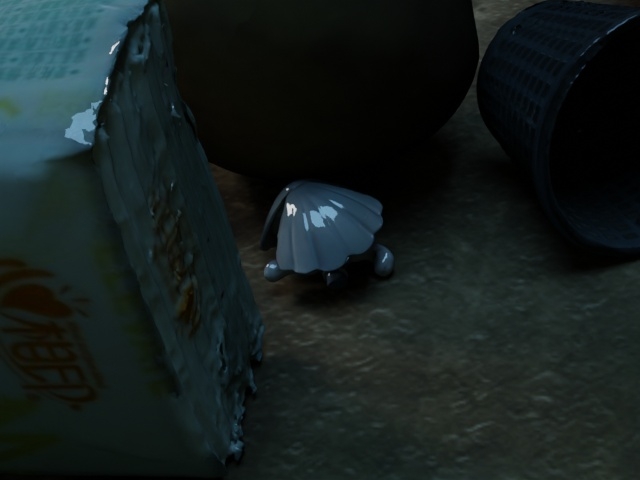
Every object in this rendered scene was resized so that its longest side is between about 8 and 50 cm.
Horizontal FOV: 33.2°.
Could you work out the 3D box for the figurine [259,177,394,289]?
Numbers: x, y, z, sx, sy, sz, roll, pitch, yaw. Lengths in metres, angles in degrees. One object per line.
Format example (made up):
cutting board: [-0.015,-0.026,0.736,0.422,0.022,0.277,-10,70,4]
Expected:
figurine: [0.000,0.000,0.762,0.094,0.082,0.086,-32,59,-9]

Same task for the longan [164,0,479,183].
longan: [-0.029,-0.165,0.809,0.300,0.300,0.243,2,78,16]

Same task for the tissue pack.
tissue pack: [-0.253,0.012,0.630,0.388,0.287,0.162,-2,46,13]

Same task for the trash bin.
trash bin: [0.194,-0.096,0.766,0.175,0.175,0.161,-20,28,-11]
